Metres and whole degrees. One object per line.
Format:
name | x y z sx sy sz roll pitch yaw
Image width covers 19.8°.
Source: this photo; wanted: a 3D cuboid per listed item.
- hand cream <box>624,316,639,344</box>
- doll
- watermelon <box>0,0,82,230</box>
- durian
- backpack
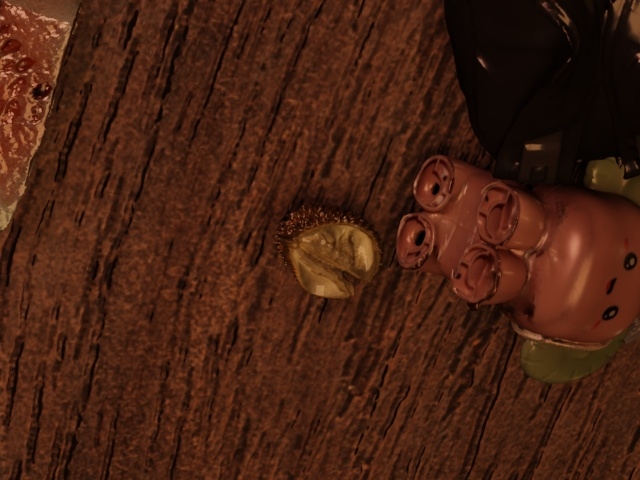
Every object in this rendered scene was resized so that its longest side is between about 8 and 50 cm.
hand cream | 0.345 0.084 2.097 0.030 0.019 0.093 -30 121 7
doll | 0.252 0.010 1.964 0.268 0.216 0.284 12 103 -40
watermelon | -0.315 -0.152 1.815 0.154 0.094 0.241 31 107 -13
durian | -0.002 0.001 1.954 0.140 0.071 0.110 22 117 -35
backpack | 0.268 -0.264 1.772 0.363 0.255 0.446 -9 122 1
